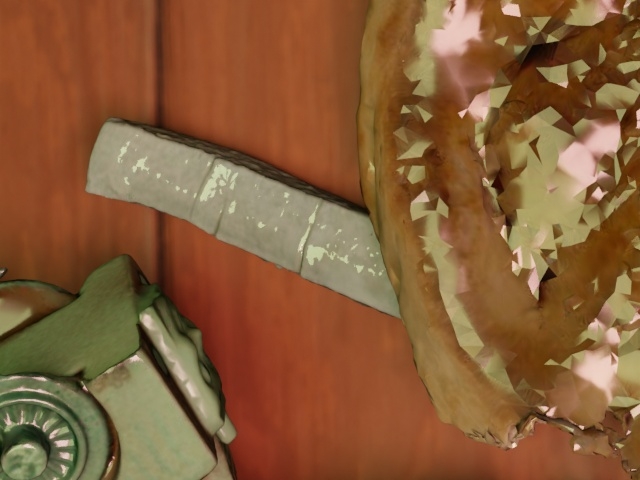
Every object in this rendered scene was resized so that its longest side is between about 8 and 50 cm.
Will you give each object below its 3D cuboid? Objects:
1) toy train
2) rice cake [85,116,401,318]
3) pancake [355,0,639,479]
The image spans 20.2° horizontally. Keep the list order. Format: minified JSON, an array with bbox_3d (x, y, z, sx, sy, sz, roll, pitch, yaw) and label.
[{"bbox_3d":[-0.183,0.139,0.808,0.326,0.129,0.159,-29,111,2],"label":"toy train"},{"bbox_3d":[0.000,0.000,0.823,0.245,0.042,0.045,24,96,23],"label":"rice cake"},{"bbox_3d":[0.187,-0.048,0.705,0.382,0.071,0.382,-1,88,19],"label":"pancake"}]
